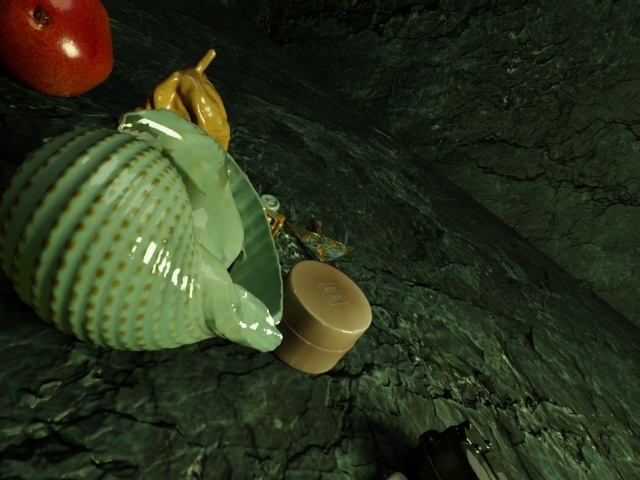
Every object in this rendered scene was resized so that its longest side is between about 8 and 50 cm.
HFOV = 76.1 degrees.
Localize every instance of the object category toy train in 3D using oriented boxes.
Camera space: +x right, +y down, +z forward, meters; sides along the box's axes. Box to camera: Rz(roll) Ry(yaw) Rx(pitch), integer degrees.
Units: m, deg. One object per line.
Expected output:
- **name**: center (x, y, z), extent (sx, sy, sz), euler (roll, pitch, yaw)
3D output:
- **toy train**: center (-0.163, -0.056, 0.777), extent (0.219, 0.089, 0.127), euler (38, 38, 4)

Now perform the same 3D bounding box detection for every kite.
- **kite**: center (0.000, 0.000, 0.947), extent (0.183, 0.010, 0.160), euler (21, 34, -19)

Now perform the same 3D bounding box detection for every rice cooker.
- **rice cooker**: center (0.198, 0.327, 0.540), extent (0.112, 0.106, 0.165), euler (23, 34, -52)

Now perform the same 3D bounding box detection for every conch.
- **conch**: center (-0.197, 0.009, 0.502), extent (0.319, 0.215, 0.303), euler (60, 26, -22)

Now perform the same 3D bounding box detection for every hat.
- **hat**: center (-0.277, -0.306, 0.881), extent (0.233, 0.233, 0.244), euler (25, 30, -22)

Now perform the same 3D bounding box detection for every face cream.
- **face cream**: center (-0.008, 0.118, 0.647), extent (0.149, 0.104, 0.149), euler (27, 29, -16)

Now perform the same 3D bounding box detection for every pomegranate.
- **pomegranate**: center (-0.513, -0.390, 0.792), extent (0.221, 0.221, 0.257), euler (29, 2, -12)

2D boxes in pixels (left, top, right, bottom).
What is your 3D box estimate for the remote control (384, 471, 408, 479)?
- **remote control**: center (0.154, 0.401, 0.468), extent (0.067, 0.029, 0.261), euler (1, 40, -49)
